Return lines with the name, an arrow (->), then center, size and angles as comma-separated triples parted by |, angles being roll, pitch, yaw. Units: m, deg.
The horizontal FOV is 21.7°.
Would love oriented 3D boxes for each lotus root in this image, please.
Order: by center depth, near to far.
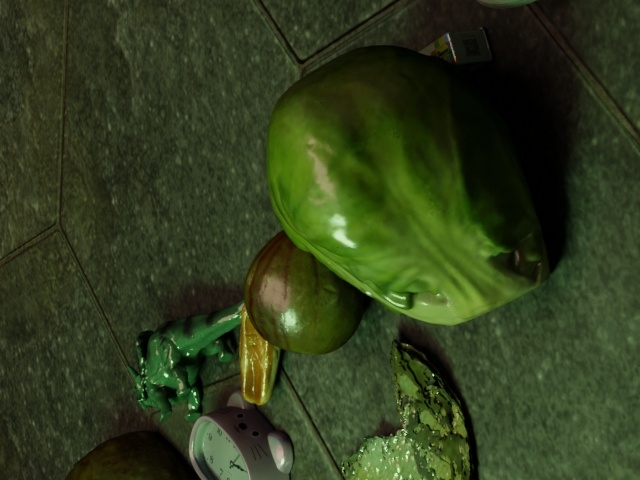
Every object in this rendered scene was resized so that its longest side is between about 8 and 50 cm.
lotus root -> -0.219, 0.392, 2.032 | 0.314, 0.142, 0.210 | 50, 133, 38

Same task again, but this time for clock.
clock -> -0.091, 0.244, 1.893 | 0.152, 0.050, 0.110 | 43, 129, 45

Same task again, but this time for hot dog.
hot dog -> -0.065, 0.121, 1.847 | 0.056, 0.041, 0.133 | 14, 108, 33

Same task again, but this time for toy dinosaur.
toy dinosaur -> -0.151, 0.145, 1.947 | 0.292, 0.079, 0.120 | -26, 75, 52

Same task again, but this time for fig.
fig -> 0.000, 0.000, 1.675 | 0.124, 0.124, 0.236 | 30, 108, 51

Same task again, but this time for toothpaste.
toothpaste -> 0.095, -0.152, 1.551 | 0.164, 0.046, 0.034 | -29, 74, 54

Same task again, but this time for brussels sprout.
brussels sprout -> 0.077, -0.042, 1.442 | 0.271, 0.210, 0.219 | 52, 174, -7

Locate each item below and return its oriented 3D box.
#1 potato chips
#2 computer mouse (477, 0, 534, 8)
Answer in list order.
potato chips -> 0.088, 0.208, 1.642 | 0.202, 0.029, 0.220 | 31, 123, 50
computer mouse -> 0.193, -0.282, 1.359 | 0.231, 0.079, 0.128 | -32, 71, 37
